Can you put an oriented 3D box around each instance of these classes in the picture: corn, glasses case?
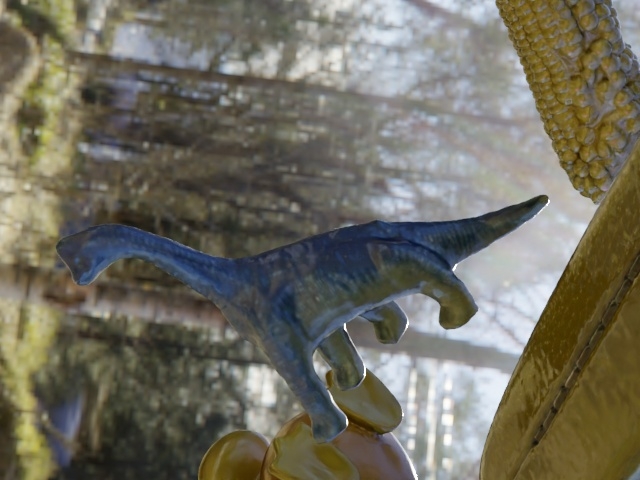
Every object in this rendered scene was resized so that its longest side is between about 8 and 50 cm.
[{"bbox_3d":[0.183,-0.155,0.948,0.086,0.086,0.288,-95,159,-70],"label":"corn"},{"bbox_3d":[0.207,0.034,0.631,0.141,0.173,0.371,-111,-149,-43],"label":"glasses case"}]

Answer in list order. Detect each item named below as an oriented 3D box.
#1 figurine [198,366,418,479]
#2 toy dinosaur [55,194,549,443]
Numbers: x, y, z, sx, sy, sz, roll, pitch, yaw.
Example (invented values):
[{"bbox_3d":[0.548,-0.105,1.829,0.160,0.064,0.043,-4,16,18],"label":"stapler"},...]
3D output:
[{"bbox_3d":[-0.002,0.251,1.215,0.228,0.215,0.215,-34,-137,45],"label":"figurine"},{"bbox_3d":[0.000,0.000,0.735,0.188,0.248,0.075,54,-4,-22],"label":"toy dinosaur"}]
